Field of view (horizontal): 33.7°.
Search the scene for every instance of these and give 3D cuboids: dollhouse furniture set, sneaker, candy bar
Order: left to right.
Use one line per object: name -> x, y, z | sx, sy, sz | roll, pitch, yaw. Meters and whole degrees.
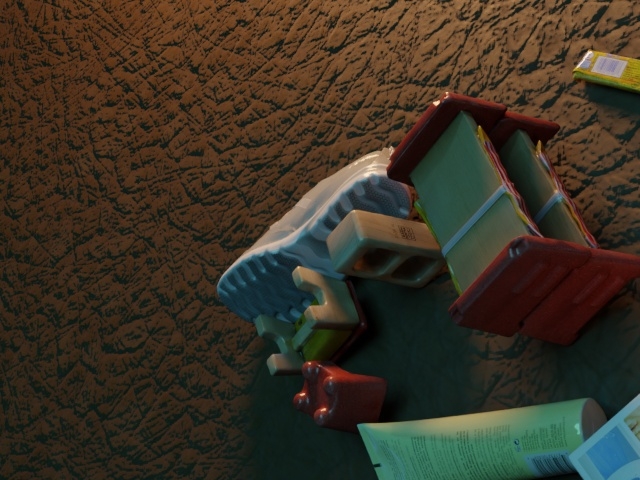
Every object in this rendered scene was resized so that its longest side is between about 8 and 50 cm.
sneaker -> 0.000, 0.000, 1.200 | 0.281, 0.105, 0.115 | -35, 20, 27
dollhouse furniture set -> 0.107, 0.058, 1.043 | 0.374, 0.152, 0.201 | -51, 42, 35
candy bar -> 0.313, -0.158, 1.027 | 0.161, 0.018, 0.040 | 26, 84, 47

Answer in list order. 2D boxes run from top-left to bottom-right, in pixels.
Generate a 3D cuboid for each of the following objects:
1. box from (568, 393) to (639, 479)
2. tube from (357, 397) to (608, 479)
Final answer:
box -> 0.314, 0.153, 0.804 | 0.203, 0.103, 0.114 | -47, 45, 14
tube -> 0.144, 0.192, 0.970 | 0.240, 0.062, 0.070 | -19, 55, 35
